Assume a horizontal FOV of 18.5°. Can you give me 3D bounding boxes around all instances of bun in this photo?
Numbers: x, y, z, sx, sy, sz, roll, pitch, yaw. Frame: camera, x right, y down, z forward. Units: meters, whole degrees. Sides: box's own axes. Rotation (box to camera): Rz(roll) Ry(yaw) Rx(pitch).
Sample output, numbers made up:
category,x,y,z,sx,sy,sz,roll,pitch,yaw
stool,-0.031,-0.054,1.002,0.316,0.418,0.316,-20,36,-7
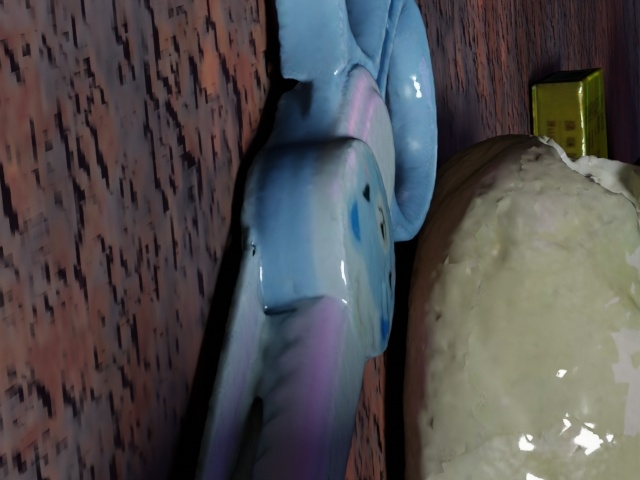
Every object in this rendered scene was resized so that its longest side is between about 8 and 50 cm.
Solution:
category,x,y,z,sx,sy,sz,roll,pitch,yaw
bun,0.099,0.067,0.700,0.210,0.116,0.237,-78,162,-47

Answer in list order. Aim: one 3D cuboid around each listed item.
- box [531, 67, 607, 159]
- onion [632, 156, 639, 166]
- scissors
category,x,y,z,sx,sy,sz,roll,pitch,yaw
box,0.137,0.008,1.055,0.121,0.030,0.193,-32,118,-74
onion,0.299,0.011,1.335,0.281,0.221,0.281,16,90,-84
scissors,0.000,0.000,0.480,0.256,0.030,0.125,-79,159,-47
